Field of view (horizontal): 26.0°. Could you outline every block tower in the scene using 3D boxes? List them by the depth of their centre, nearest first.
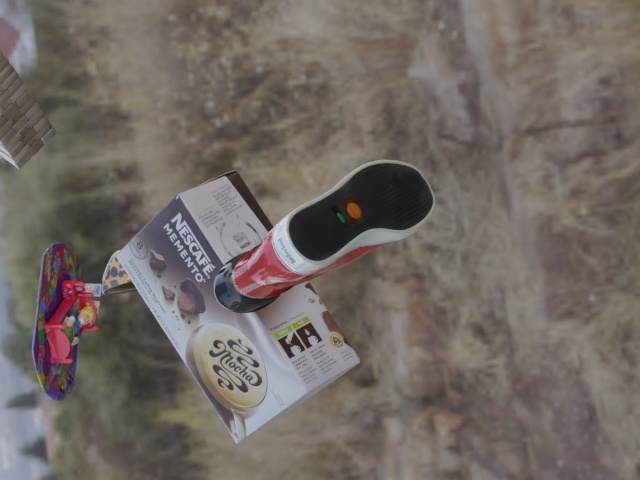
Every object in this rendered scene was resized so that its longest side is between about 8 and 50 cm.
[{"bbox_3d":[-0.522,-0.241,2.139,0.097,0.091,0.335,34,164,28],"label":"block tower"}]

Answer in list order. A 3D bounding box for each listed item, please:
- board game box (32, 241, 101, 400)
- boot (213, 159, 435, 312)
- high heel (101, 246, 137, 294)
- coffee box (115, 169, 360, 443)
[{"bbox_3d":[-0.262,0.085,1.467,0.133,0.033,0.168,66,-155,-68],"label":"board game box"},{"bbox_3d":[0.000,0.000,1.490,0.176,0.244,0.088,-36,82,47],"label":"boot"},{"bbox_3d":[-0.210,0.071,2.176,0.261,0.186,0.093,33,156,29],"label":"high heel"},{"bbox_3d":[-0.108,0.084,1.775,0.168,0.119,0.297,-39,81,42],"label":"coffee box"}]
